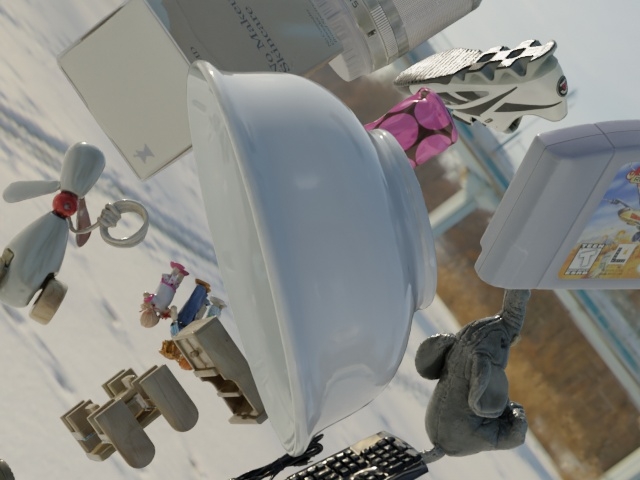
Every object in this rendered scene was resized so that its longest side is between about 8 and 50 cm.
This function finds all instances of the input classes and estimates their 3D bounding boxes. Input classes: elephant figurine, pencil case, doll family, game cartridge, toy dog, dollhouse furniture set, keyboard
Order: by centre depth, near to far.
[{"bbox_3d":[0.324,-0.034,1.114,0.297,0.198,0.062,1,45,-26],"label":"game cartridge"},{"bbox_3d":[-0.042,0.300,1.271,0.201,0.317,0.033,11,-63,58],"label":"keyboard"},{"bbox_3d":[0.069,-0.115,1.349,0.095,0.209,0.098,60,5,-17],"label":"pencil case"},{"bbox_3d":[-0.208,0.244,1.485,0.161,0.242,0.212,56,-27,-8],"label":"dollhouse furniture set"},{"bbox_3d":[0.224,0.191,1.573,0.186,0.169,0.239,-69,156,-56],"label":"elephant figurine"},{"bbox_3d":[-0.485,-0.005,1.874,0.220,0.333,0.161,51,-20,-15],"label":"toy dog"},{"bbox_3d":[-0.259,0.167,2.083,0.118,0.163,0.263,20,-20,21],"label":"doll family"}]

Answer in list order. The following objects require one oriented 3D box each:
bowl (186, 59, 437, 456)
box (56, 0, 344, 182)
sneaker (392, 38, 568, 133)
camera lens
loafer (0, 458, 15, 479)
[{"bbox_3d":[0.000,0.000,0.792,0.298,0.134,0.298,166,-90,-80],"label":"bowl"},{"bbox_3d":[-0.108,-0.189,1.080,0.148,0.121,0.311,55,30,-8],"label":"box"},{"bbox_3d":[0.259,-0.236,1.743,0.330,0.122,0.146,8,-48,49],"label":"sneaker"},{"bbox_3d":[0.107,-0.408,1.686,0.219,0.274,0.219,57,-3,4],"label":"camera lens"},{"bbox_3d":[-0.400,0.291,1.194,0.050,0.148,0.056,-12,65,-53],"label":"loafer"}]
